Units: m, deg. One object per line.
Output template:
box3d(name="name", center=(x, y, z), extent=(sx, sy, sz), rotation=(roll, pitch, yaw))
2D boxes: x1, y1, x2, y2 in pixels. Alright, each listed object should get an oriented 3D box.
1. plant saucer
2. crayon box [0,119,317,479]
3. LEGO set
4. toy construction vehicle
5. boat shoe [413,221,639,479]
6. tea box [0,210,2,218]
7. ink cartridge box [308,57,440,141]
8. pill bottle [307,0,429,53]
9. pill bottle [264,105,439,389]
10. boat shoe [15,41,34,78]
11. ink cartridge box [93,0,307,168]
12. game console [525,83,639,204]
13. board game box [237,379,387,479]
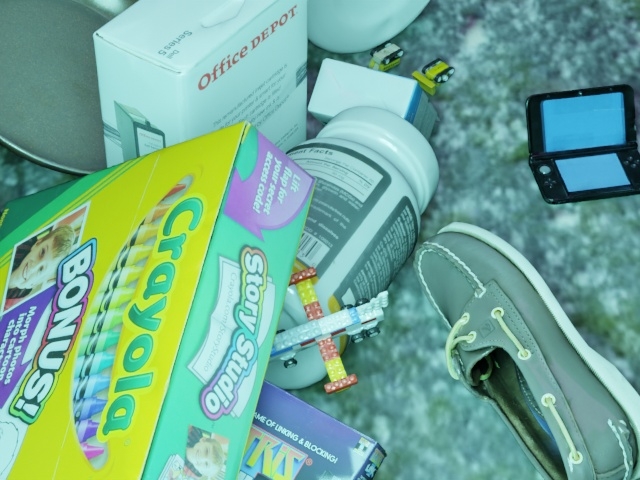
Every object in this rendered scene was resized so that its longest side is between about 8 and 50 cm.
box3d(name="plant saucer", center=(-0.279, -0.185, 1.862), extent=(0.311, 0.050, 0.310), rotation=(18, 47, -20))
box3d(name="crayon box", center=(-0.183, 0.105, 1.418), extent=(0.313, 0.106, 0.363), rotation=(-16, 48, 41))
box3d(name="LEGO set", center=(-0.056, 0.098, 1.473), extent=(0.182, 0.060, 0.244), rotation=(20, 73, 13))
box3d(name="toy construction vehicle", center=(0.089, -0.184, 1.957), extent=(0.086, 0.035, 0.098), rotation=(35, 50, 24))
box3d(name="boat shoe", center=(0.176, 0.107, 1.591), extent=(0.097, 0.116, 0.324), rotation=(-21, 53, -25))
box3d(name="tea box", center=(-0.458, 0.027, 1.489), extent=(0.220, 0.323, 0.329), rotation=(2, 42, 25))
box3d(name="ink cartridge box", center=(0.061, -0.133, 1.837), extent=(0.104, 0.180, 0.060), rotation=(15, 84, 15))
box3d(name="pill bottle", center=(-0.029, -0.396, 2.051), extent=(0.204, 0.204, 0.361), rotation=(-23, 49, -22))
box3d(name="pill bottle", center=(0.000, 0.000, 1.667), extent=(0.162, 0.162, 0.278), rotation=(20, 46, 19))
box3d(name="boat shoe", center=(-0.411, -0.235, 1.953), extent=(0.103, 0.113, 0.302), rotation=(-29, 63, -33))
box3d(name="ink cartridge box", center=(-0.112, -0.128, 1.718), extent=(0.115, 0.273, 0.198), rotation=(26, 49, 25))
box3d(name="game console", center=(0.288, -0.102, 1.840), extent=(0.122, 0.071, 0.107), rotation=(-7, 44, -7))
box3d(name="board game box", center=(-0.054, 0.189, 1.400), extent=(0.170, 0.048, 0.141), rotation=(26, 80, 22))
